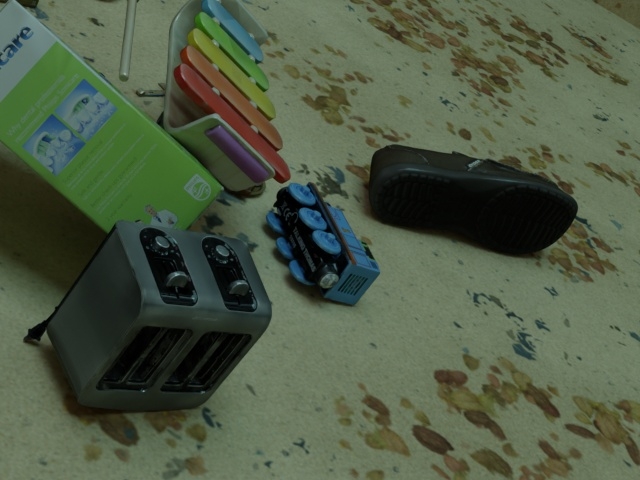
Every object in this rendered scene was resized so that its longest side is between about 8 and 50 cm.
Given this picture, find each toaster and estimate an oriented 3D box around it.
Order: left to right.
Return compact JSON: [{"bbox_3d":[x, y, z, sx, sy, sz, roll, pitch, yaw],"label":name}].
[{"bbox_3d":[-0.166,0.080,1.142,0.168,0.185,0.110,11,38,-44],"label":"toaster"}]

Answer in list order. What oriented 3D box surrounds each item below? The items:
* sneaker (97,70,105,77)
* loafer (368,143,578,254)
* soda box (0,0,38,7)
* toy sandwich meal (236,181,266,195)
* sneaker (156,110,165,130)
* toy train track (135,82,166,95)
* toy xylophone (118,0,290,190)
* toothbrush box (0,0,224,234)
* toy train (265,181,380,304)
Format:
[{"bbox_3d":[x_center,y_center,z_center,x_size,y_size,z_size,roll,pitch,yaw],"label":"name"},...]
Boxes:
[{"bbox_3d":[-0.309,-0.219,1.565,0.031,0.035,0.083,-11,51,-50],"label":"sneaker"},{"bbox_3d":[0.232,-0.083,1.752,0.366,0.133,0.130,14,35,-28],"label":"loafer"},{"bbox_3d":[-0.482,-0.381,1.622,0.181,0.058,0.061,2,42,-41],"label":"soda box"},{"bbox_3d":[-0.107,-0.093,1.568,0.086,0.029,0.085,23,32,-15],"label":"toy sandwich meal"},{"bbox_3d":[-0.146,-0.176,1.586,0.129,0.111,0.297,38,32,-20],"label":"sneaker"},{"bbox_3d":[-0.228,-0.216,1.653,0.083,0.014,0.048,-10,50,-48],"label":"toy train track"},{"bbox_3d":[-0.141,-0.203,1.409,0.236,0.081,0.322,39,30,-43],"label":"toy xylophone"},{"bbox_3d":[-0.253,-0.114,1.240,0.283,0.122,0.206,41,-1,-12],"label":"toothbrush box"},{"bbox_3d":[0.000,0.000,1.490,0.105,0.080,0.184,19,29,-37],"label":"toy train"}]
